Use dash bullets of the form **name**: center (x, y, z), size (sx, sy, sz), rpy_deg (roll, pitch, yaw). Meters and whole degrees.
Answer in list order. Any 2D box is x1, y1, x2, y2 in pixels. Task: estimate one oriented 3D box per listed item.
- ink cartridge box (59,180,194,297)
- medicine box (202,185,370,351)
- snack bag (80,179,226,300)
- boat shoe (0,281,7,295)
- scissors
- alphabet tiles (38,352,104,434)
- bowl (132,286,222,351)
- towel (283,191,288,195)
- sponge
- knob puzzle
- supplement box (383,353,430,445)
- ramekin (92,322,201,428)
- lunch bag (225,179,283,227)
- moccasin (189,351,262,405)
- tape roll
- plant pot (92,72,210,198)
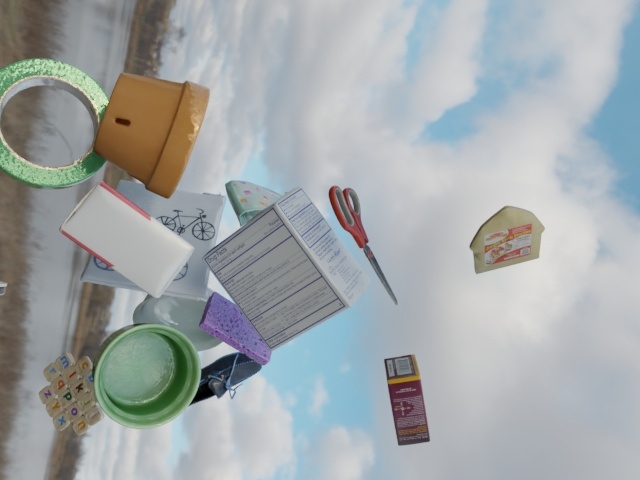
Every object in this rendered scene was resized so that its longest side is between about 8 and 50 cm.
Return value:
- **ink cartridge box**: center (-0.398, 0.004, 1.256), size (0.131, 0.226, 0.306), rpy_deg (-55, -168, -9)
- **medicine box**: center (-0.081, 0.068, 1.406), size (0.264, 0.289, 0.149), rpy_deg (-34, -176, 31)
- **snack bag**: center (-0.443, -0.012, 1.621), size (0.037, 0.323, 0.342), rpy_deg (106, -8, -57)
- **boat shoe**: center (-1.218, 0.190, 1.986), size (0.117, 0.324, 0.096), rpy_deg (4, -85, 37)
- **scissors**: center (0.092, 0.017, 1.287), size (0.021, 0.109, 0.296), rpy_deg (-20, -88, 30)
- **alphabet tiles**: center (-0.903, 0.559, 2.176), size (0.278, 0.021, 0.284), rpy_deg (-38, -103, 16)
- **bowl**: center (-0.426, 0.216, 1.875), size (0.134, 0.298, 0.297), rpy_deg (-90, -158, -46)
- **towel**: center (0.000, 0.000, 2.035), size (0.056, 0.312, 0.324), rpy_deg (-37, -151, -2)
- **sponge**: center (-0.215, 0.233, 1.576), size (0.031, 0.210, 0.117), rpy_deg (-43, -159, 32)
- **knob puzzle**: center (0.461, -0.014, 1.484), size (0.030, 0.213, 0.213), rpy_deg (-105, -148, -50)
- **supplement box**: center (0.210, 0.388, 1.450), size (0.104, 0.081, 0.188), rpy_deg (-84, 164, -72)
- **ramekin**: center (-0.522, 0.387, 1.760), size (0.148, 0.304, 0.303), rpy_deg (2, -97, 60)
- **lunch bag**: center (-0.215, -0.094, 2.107), size (0.160, 0.262, 0.223), rpy_deg (-48, -141, 17)
- **moccasin**: center (-0.348, 0.487, 1.996), size (0.137, 0.342, 0.116), rpy_deg (63, 2, -36)
- **tape roll**: center (-0.687, -0.291, 1.507), size (0.077, 0.322, 0.320), rpy_deg (-7, -105, 63)
- **plant pot**: center (-0.412, -0.271, 1.430), size (0.291, 0.204, 0.290), rpy_deg (-51, -153, 39)
